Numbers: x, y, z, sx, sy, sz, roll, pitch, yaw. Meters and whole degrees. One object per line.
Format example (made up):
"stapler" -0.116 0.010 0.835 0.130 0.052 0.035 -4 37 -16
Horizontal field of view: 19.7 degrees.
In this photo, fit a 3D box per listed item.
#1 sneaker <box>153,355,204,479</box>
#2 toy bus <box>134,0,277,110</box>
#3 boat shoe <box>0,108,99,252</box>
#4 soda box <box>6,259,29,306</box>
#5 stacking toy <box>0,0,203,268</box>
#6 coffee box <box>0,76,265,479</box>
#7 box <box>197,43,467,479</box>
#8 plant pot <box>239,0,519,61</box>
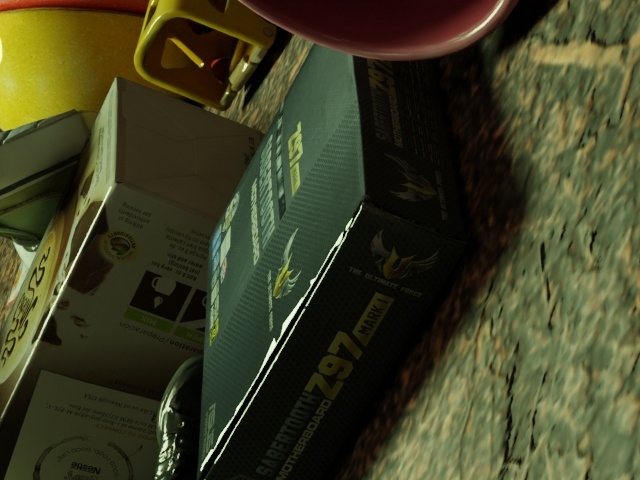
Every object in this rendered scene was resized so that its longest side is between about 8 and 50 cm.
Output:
"sneaker" -0.070 0.149 1.017 0.089 0.051 0.170 175 111 -73
"toy bus" -0.080 -0.204 1.400 0.191 0.104 0.202 -67 16 5
"boat shoe" -0.203 -0.040 1.356 0.302 0.109 0.094 -46 -61 -80
"soda box" -0.240 0.029 1.721 0.183 0.063 0.058 -29 42 66
"stacking toy" -0.205 -0.194 1.604 0.350 0.350 0.480 171 101 -72
"coffee box" -0.144 0.065 1.239 0.297 0.119 0.168 -62 17 23
"box" 0.000 0.000 0.947 0.183 0.059 0.232 -59 18 28
"plant pot" 0.039 -0.218 0.889 0.180 0.201 0.201 -59 8 -32
